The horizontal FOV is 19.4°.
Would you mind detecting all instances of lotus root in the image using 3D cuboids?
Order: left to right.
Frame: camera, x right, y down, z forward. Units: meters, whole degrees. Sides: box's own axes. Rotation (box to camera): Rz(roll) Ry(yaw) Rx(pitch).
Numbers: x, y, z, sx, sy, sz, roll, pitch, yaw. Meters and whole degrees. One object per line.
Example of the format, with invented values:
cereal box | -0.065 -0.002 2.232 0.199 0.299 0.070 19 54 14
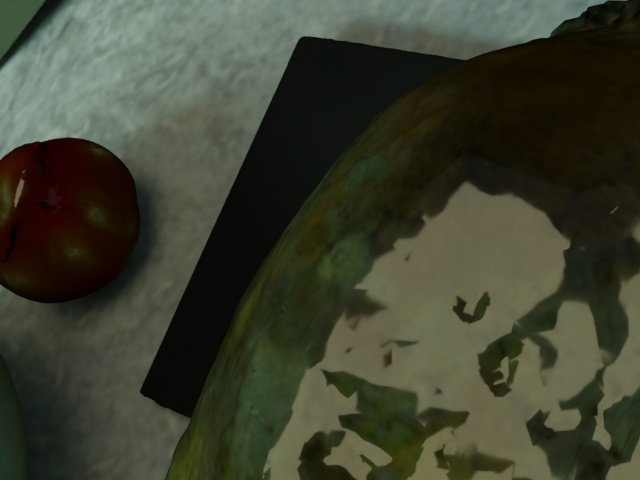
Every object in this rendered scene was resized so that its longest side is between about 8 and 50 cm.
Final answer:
lotus root | 0.090 0.030 0.663 0.267 0.149 0.260 21 81 44

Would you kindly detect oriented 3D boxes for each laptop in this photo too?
laptop | 0.000 0.000 0.861 0.135 0.016 0.197 16 78 46

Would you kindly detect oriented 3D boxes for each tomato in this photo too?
tomato | -0.136 -0.012 0.947 0.087 0.075 0.087 -23 54 35

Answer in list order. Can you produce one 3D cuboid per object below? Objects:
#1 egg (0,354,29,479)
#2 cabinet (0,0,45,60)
egg | -0.236 0.088 0.900 0.183 0.183 0.217 -42 36 15
cabinet | -0.237 -0.324 1.084 0.290 0.227 0.318 -47 39 30
